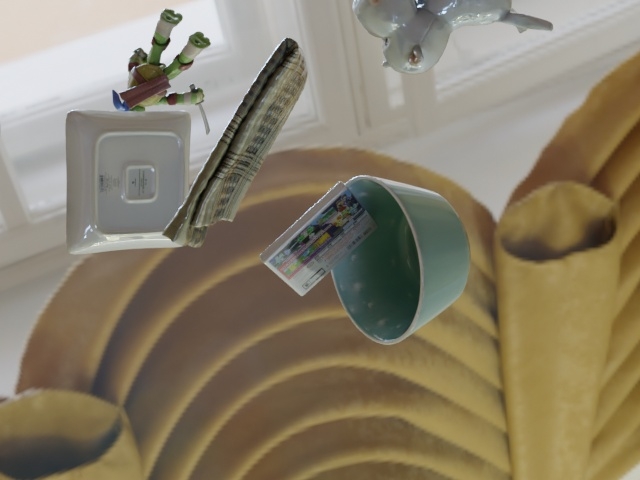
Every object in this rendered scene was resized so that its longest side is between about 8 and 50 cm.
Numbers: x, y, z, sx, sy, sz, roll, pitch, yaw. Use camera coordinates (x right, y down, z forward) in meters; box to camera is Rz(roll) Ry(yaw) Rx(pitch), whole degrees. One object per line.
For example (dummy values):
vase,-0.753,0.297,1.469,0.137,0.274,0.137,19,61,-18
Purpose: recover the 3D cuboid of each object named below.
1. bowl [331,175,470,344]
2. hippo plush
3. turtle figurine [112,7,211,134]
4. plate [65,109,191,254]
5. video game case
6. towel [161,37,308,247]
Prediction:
bowl,0.160,0.023,2.102,0.163,0.311,0.311,-11,-146,-29
hippo plush,0.180,-0.391,1.924,0.236,0.294,0.234,-43,-165,-2
turtle figurine,-0.362,-0.419,2.750,0.275,0.266,0.197,2,-132,-40
plate,-0.362,-0.115,2.222,0.278,0.277,0.045,-4,-170,-38
video game case,0.000,0.000,2.092,0.201,0.183,0.023,-42,-121,1
towel,-0.107,-0.127,1.622,0.056,0.324,0.312,32,-178,-1
